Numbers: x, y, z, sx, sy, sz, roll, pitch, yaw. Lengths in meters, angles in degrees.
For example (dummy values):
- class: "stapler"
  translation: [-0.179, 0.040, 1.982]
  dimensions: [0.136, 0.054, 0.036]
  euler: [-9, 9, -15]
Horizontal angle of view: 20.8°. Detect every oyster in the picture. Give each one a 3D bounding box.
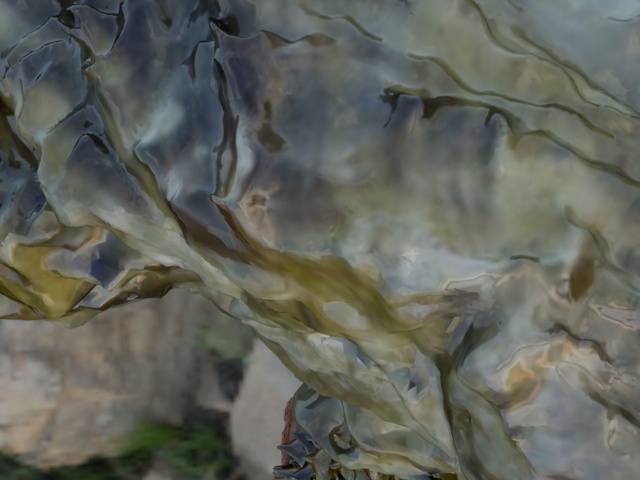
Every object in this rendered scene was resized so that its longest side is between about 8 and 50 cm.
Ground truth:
- class: "oyster"
  translation: [-0.001, 0.001, 0.557]
  dimensions: [0.351, 0.115, 0.238]
  euler: [38, 135, 21]

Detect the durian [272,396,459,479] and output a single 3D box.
- class: "durian"
  translation: [0.116, 0.205, 1.304]
  dimensions: [0.347, 0.347, 0.384]
  euler: [2, 88, 41]
